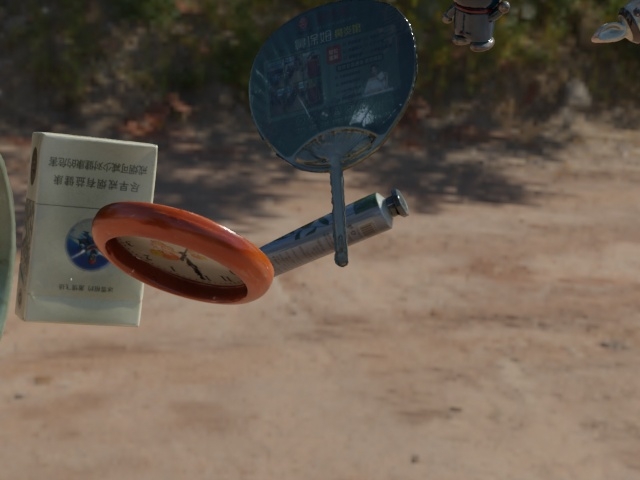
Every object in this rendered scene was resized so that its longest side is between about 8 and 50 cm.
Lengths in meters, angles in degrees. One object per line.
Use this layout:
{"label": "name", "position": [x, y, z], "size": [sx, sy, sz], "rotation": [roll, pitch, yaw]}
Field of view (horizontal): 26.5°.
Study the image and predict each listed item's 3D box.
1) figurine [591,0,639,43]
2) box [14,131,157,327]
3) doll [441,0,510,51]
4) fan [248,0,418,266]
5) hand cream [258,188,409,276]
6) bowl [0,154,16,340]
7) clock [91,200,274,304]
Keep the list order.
{"label": "figurine", "position": [0.399, -0.280, 1.626], "size": [0.146, 0.098, 0.081], "rotation": [0, -14, -1]}
{"label": "box", "position": [-0.321, -0.014, 1.865], "size": [0.164, 0.256, 0.069], "rotation": [5, 4, -24]}
{"label": "doll", "position": [0.220, -0.346, 1.919], "size": [0.114, 0.152, 0.085], "rotation": [24, 40, 34]}
{"label": "fan", "position": [-0.007, -0.141, 1.554], "size": [0.223, 0.294, 0.012], "rotation": [22, 4, 33]}
{"label": "hand cream", "position": [0.000, 0.000, 1.877], "size": [0.256, 0.055, 0.088], "rotation": [-26, -26, 13]}
{"label": "bowl", "position": [-0.376, 0.027, 1.113], "size": [0.146, 0.289, 0.289], "rotation": [8, 18, 13]}
{"label": "clock", "position": [-0.149, 0.012, 1.475], "size": [0.205, 0.051, 0.205], "rotation": [16, -21, 6]}
